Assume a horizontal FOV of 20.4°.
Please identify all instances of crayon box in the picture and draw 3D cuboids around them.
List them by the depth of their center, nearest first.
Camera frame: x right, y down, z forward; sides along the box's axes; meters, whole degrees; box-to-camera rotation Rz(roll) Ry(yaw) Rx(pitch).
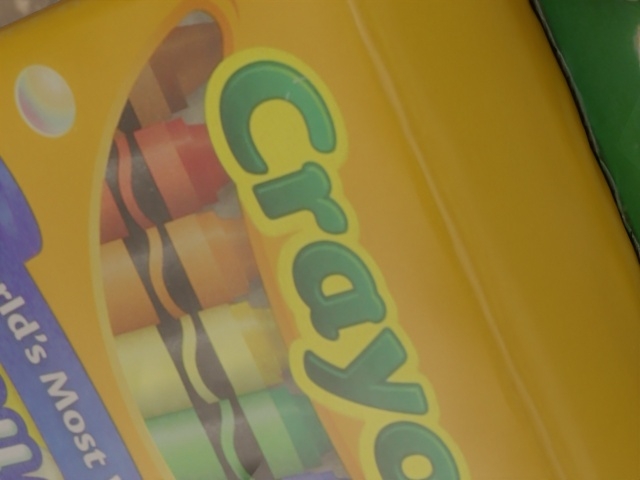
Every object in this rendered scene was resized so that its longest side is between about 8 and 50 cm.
[{"bbox_3d":[-0.027,0.032,0.455,0.083,0.323,0.203,-38,107,-54],"label":"crayon box"}]

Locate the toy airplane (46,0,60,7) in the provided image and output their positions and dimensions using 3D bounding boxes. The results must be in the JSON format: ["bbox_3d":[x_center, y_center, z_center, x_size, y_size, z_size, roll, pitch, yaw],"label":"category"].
[{"bbox_3d":[-0.114,0.032,0.866,0.384,0.272,0.386,-45,148,10],"label":"toy airplane"}]
